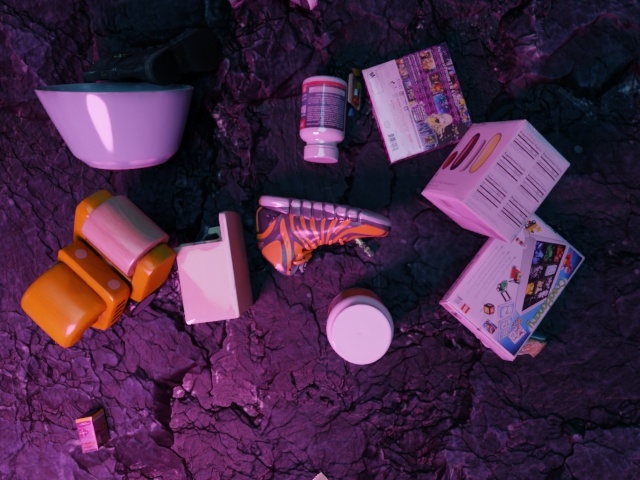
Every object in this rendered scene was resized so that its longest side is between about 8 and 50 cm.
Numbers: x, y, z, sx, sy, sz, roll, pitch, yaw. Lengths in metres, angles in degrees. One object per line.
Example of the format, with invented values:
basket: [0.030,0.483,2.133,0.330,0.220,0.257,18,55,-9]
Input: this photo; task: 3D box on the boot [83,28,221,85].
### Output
boot: [-0.387,-0.429,1.032,0.228,0.263,0.091,13,129,29]

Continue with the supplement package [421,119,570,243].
supplement package: [0.368,-0.132,0.958,0.149,0.194,0.203,36,92,-17]

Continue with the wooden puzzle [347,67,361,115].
wooden puzzle: [0.082,-0.351,1.043,0.014,0.078,0.117,4,98,22]

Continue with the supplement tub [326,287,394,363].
supplement tub: [0.086,0.187,0.987,0.144,0.199,0.145,0,91,2]

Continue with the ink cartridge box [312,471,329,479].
ink cartridge box: [0.035,0.685,1.066,0.109,0.062,0.209,-44,89,3]

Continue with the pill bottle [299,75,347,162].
pill bottle: [0.006,-0.277,1.028,0.107,0.108,0.180,3,91,2]

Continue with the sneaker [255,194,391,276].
sneaker: [0.000,0.000,1.034,0.320,0.124,0.180,9,97,16]

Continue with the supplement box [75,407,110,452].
supplement box: [-0.561,0.467,1.090,0.043,0.055,0.084,-12,90,4]

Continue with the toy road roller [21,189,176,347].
toy road roller: [-0.481,0.080,0.944,0.202,0.240,0.329,42,134,1]

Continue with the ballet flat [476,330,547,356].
ballet flat: [0.425,0.229,1.043,0.206,0.073,0.067,17,106,5]

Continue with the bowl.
bowl: [-0.434,-0.256,0.975,0.311,0.312,0.163,3,113,2]

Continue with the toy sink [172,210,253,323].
toy sink: [-0.248,0.058,1.022,0.131,0.153,0.235,-8,92,3]

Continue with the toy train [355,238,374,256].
toy train: [0.099,0.007,1.071,0.017,0.024,0.083,-43,90,2]

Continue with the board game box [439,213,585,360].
board game box: [0.438,0.090,1.007,0.193,0.053,0.305,42,77,2]

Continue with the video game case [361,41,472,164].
video game case: [0.230,-0.323,1.051,0.210,0.042,0.232,-19,90,2]

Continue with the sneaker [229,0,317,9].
sneaker: [-0.141,-0.596,1.036,0.268,0.101,0.153,42,93,7]
